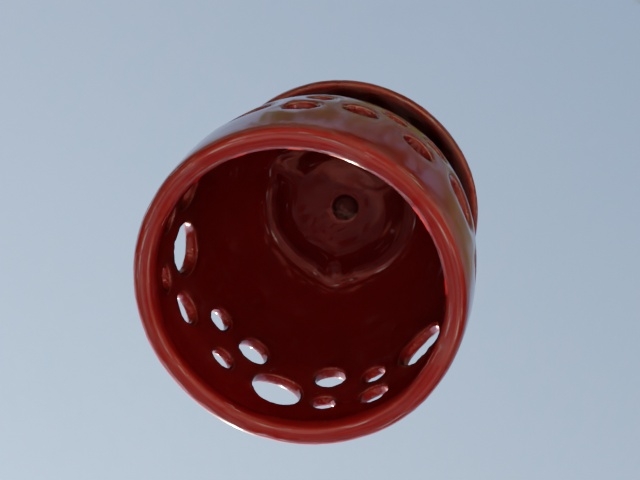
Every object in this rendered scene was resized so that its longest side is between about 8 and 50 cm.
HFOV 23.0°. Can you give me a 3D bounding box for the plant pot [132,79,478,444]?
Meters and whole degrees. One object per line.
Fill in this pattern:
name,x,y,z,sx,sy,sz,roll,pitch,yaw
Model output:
plant pot,0.000,0.000,0.934,0.191,0.174,0.191,3,-69,8
